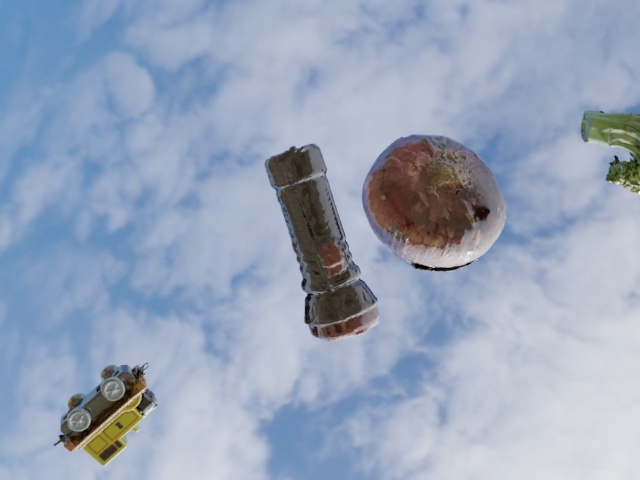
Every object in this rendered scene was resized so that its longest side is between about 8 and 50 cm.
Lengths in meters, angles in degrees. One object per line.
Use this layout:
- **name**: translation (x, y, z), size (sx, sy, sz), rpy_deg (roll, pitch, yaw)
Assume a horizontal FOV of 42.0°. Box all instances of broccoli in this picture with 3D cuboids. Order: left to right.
- **broccoli**: translation (0.473, -0.148, 1.214), size (0.194, 0.220, 0.194), rpy_deg (1, -124, -2)

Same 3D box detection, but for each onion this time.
- **onion**: translation (0.190, -0.061, 1.410), size (0.246, 0.190, 0.246), rpy_deg (3, -117, -6)

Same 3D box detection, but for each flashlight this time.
- **flashlight**: translation (0.000, 0.000, 0.988), size (0.093, 0.093, 0.232), rpy_deg (-13, -82, 32)

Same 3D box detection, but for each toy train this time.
- **toy train**: translation (-0.377, 0.311, 1.501), size (0.219, 0.127, 0.089), rpy_deg (-42, -160, -5)
